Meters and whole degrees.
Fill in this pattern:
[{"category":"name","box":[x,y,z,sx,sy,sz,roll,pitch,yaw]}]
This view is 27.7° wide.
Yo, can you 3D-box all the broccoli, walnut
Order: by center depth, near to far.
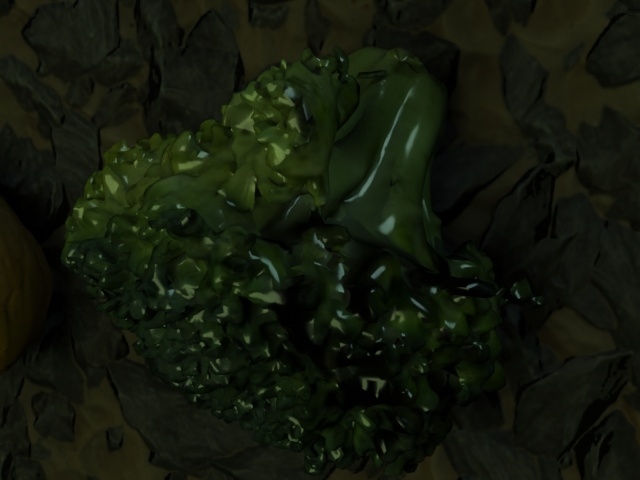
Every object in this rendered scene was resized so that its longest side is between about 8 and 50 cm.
[{"category":"broccoli","box":[0.001,0.002,0.895,0.293,0.348,0.280,34,82,-23]},{"category":"walnut","box":[-0.317,0.022,1.095,0.159,0.159,0.206,-34,89,29]}]
